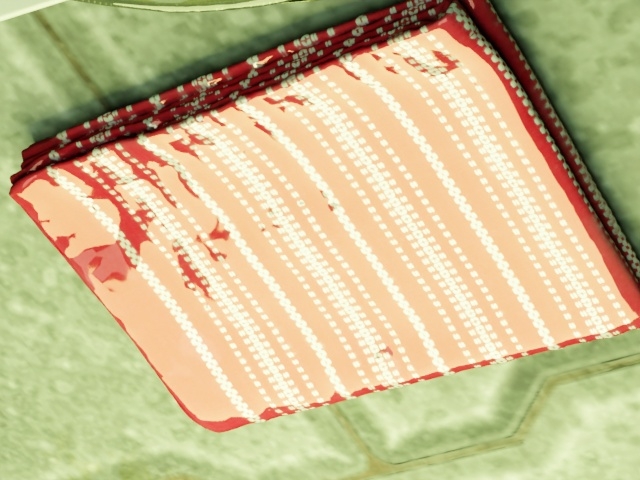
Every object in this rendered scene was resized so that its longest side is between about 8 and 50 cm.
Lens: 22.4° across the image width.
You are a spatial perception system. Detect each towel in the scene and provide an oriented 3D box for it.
[{"bbox_3d":[0.000,0.000,0.778,0.274,0.031,0.199,-17,120,32],"label":"towel"}]

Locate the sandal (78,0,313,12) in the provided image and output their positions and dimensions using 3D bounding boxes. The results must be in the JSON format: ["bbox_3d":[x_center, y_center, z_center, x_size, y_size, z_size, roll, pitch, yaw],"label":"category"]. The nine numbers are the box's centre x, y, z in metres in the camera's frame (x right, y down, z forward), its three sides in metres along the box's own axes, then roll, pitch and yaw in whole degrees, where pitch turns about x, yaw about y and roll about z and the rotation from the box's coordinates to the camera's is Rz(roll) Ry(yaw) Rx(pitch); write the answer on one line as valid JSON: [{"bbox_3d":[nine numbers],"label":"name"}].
[{"bbox_3d":[0.004,-0.136,0.626,0.302,0.120,0.086,0,100,20],"label":"sandal"}]

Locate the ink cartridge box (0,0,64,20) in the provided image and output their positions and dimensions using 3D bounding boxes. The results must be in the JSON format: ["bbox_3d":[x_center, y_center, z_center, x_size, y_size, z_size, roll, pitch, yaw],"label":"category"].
[{"bbox_3d":[-0.050,-0.203,0.492,0.171,0.233,0.168,-12,122,30],"label":"ink cartridge box"}]
